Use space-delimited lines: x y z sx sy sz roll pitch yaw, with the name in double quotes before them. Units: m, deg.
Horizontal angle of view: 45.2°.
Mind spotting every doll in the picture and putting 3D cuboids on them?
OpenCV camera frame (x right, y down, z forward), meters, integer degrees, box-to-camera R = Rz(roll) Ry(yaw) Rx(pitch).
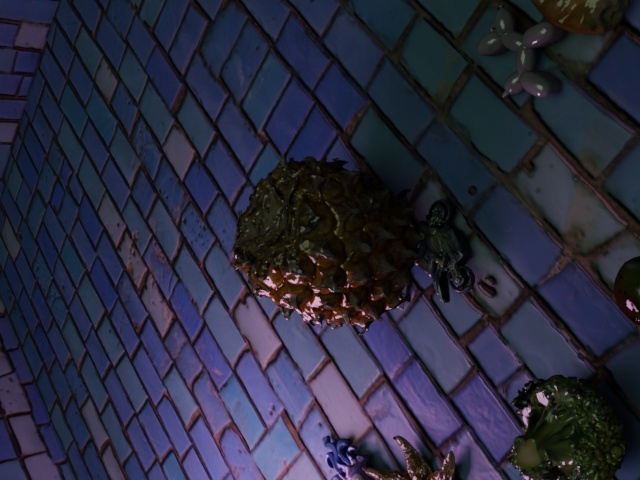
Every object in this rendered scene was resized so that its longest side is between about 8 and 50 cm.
"doll" 0.062 0.506 1.710 0.206 0.067 0.110 37 111 50
"doll" 0.340 -0.325 1.324 0.160 0.059 0.161 16 114 49

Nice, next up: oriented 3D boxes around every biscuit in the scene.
"biscuit" 0.424 -0.474 1.200 0.213 0.091 0.274 43 125 32

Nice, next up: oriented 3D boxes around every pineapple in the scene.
"pineapple" 0.002 -0.002 1.505 0.352 0.300 0.352 -32 46 40

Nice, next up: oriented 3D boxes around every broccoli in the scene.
"broccoli" 0.390 0.321 1.262 0.226 0.176 0.198 -30 67 29

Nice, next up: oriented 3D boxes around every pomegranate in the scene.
"pomegranate" 0.510 0.075 1.157 0.130 0.130 0.130 6 99 46

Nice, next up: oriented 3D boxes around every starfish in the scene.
"starfish" 0.205 0.507 1.558 0.277 0.062 0.235 30 114 43

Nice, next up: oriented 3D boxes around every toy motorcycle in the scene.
"toy motorcycle" 0.226 0.024 1.483 0.124 0.061 0.193 -29 67 38

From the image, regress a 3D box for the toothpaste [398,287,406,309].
"toothpaste" 0.104 0.088 1.640 0.194 0.043 0.067 18 105 40
